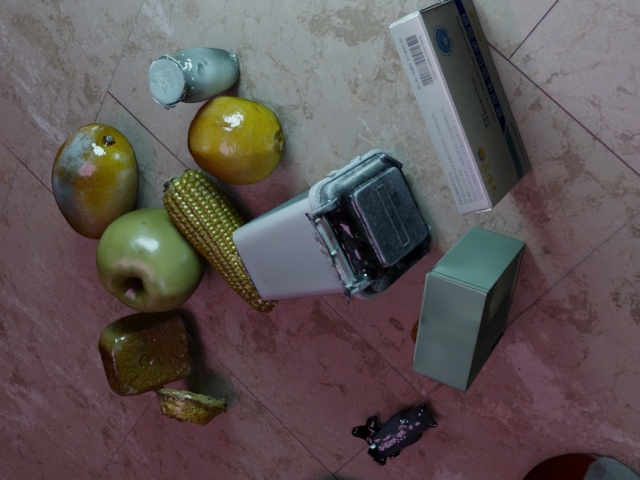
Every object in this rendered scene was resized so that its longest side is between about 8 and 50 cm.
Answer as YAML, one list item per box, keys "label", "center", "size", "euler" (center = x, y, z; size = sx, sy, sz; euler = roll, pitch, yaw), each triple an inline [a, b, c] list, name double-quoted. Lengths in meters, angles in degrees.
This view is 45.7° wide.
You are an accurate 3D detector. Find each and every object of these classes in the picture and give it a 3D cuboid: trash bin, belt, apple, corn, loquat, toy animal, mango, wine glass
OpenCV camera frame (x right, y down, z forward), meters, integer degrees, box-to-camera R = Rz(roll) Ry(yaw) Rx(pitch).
- label: "trash bin"
  center: [0.000, 0.000, 1.549]
  size: [0.367, 0.296, 0.256]
  euler: [-16, 105, 44]
- label: "belt"
  center: [0.533, 0.574, 1.590]
  size: [0.227, 0.115, 0.324]
  euler: [44, 129, 5]
- label: "apple"
  center: [-0.411, 0.049, 1.863]
  size: [0.262, 0.262, 0.262]
  euler: [15, 121, 27]
- label: "corn"
  center: [-0.220, -0.003, 1.783]
  size: [0.387, 0.144, 0.144]
  euler: [48, 130, -3]
- label: "loquat"
  center: [-0.186, -0.214, 1.631]
  size: [0.234, 0.176, 0.187]
  euler: [12, 103, 25]
- label: "toy animal"
  center: [0.171, 0.446, 1.767]
  size: [0.121, 0.117, 0.210]
  euler: [52, 133, 8]
- label: "mango"
  center: [-0.569, -0.133, 1.913]
  size: [0.221, 0.199, 0.384]
  euler: [38, 142, 5]
- label: "wine glass"
  center: [-0.260, -0.345, 1.584]
  size: [0.111, 0.204, 0.111]
  euler: [12, 115, 28]

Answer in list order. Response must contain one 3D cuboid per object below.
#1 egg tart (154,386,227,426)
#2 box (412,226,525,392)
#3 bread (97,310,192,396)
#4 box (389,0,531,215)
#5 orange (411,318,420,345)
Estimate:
- label: "egg tart"
  center: [-0.361, 0.453, 2.080]
  size: [0.212, 0.090, 0.212]
  euler: [11, 161, 4]
- label: "box"
  center: [0.281, 0.126, 1.454]
  size: [0.117, 0.225, 0.225]
  euler: [20, 122, 24]
- label: "bread"
  center: [-0.468, 0.295, 2.049]
  size: [0.176, 0.246, 0.195]
  euler: [18, 118, 55]
- label: "box"
  center: [0.248, -0.238, 1.305]
  size: [0.065, 0.200, 0.343]
  euler: [-13, 106, 40]
- label: "orange"
  center: [0.234, 0.208, 1.635]
  size: [0.086, 0.062, 0.086]
  euler: [18, 125, 27]
